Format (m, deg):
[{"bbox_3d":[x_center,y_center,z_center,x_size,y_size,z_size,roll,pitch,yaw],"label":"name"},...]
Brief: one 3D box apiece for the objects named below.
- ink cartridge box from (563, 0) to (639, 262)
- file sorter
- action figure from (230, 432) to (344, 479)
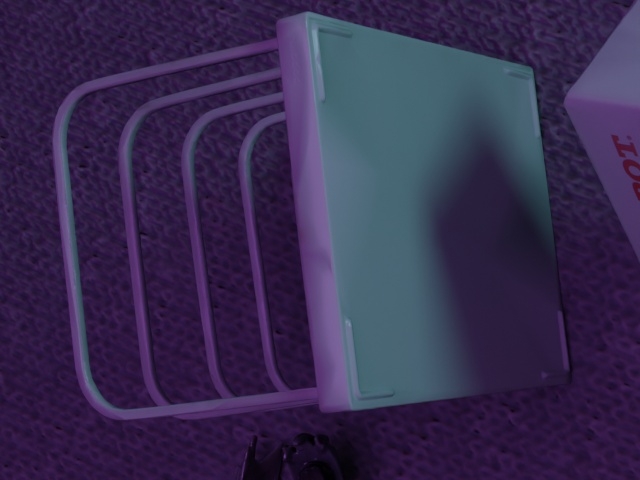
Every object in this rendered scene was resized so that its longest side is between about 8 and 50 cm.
[{"bbox_3d":[0.288,-0.014,0.895,0.289,0.211,0.121,15,57,43],"label":"ink cartridge box"},{"bbox_3d":[0.000,0.000,1.053,0.173,0.278,0.193,-10,84,28],"label":"file sorter"},{"bbox_3d":[0.022,0.211,1.138,0.285,0.099,0.185,5,101,31],"label":"action figure"}]
